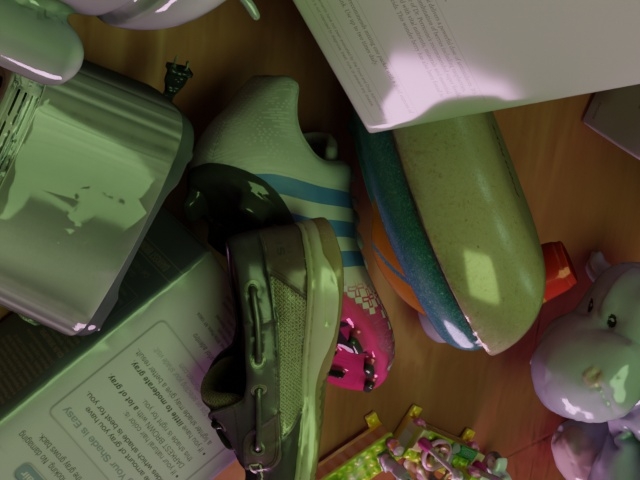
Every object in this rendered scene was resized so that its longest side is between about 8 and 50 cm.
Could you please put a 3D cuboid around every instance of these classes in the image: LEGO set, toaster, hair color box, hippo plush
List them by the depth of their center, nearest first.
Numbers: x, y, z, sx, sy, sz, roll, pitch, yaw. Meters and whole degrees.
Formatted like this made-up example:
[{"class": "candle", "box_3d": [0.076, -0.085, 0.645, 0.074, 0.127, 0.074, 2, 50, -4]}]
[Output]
[{"class": "toaster", "box_3d": [-0.196, -0.050, 1.047, 0.146, 0.129, 0.227, 23, 102, -35]}, {"class": "hair color box", "box_3d": [-0.212, 0.164, 1.154, 0.374, 0.113, 0.185, -39, 128, -10]}, {"class": "LEGO set", "box_3d": [0.082, 0.239, 1.377, 0.287, 0.107, 0.132, 1, 113, -32]}, {"class": "hippo plush", "box_3d": [0.337, 0.143, 1.406, 0.294, 0.234, 0.236, -39, 128, -9]}]

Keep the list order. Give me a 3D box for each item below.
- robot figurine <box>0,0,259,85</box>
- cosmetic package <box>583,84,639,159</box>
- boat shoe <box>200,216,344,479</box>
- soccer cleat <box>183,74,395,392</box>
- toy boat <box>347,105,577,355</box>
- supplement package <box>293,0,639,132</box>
[{"class": "robot figurine", "box_3d": [-0.165, -0.253, 0.915, 0.353, 0.200, 0.300, 16, 98, -36]}, {"class": "cosmetic package", "box_3d": [0.456, -0.095, 1.383, 0.365, 0.197, 0.155, 13, 109, -37]}, {"class": "boat shoe", "box_3d": [-0.046, 0.113, 1.104, 0.092, 0.103, 0.285, 2, 119, -13]}, {"class": "soccer cleat", "box_3d": [0.000, 0.000, 1.205, 0.143, 0.116, 0.331, -65, 147, -28]}, {"class": "toy boat", "box_3d": [0.111, 0.001, 1.222, 0.148, 0.267, 0.318, -23, 149, 14]}, {"class": "supplement package", "box_3d": [0.146, -0.217, 1.023, 0.293, 0.175, 0.177, -8, 139, 24]}]
